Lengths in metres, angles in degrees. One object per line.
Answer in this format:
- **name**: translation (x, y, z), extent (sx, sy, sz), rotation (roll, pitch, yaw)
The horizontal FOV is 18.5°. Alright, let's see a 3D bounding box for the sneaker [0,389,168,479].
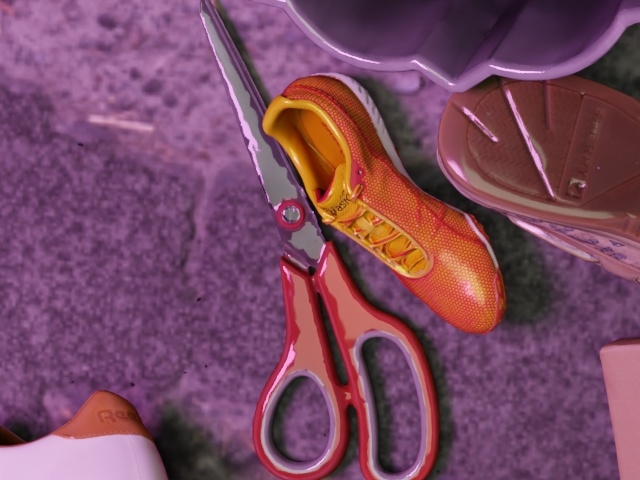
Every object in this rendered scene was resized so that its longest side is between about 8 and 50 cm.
- **sneaker**: translation (-0.207, 0.181, 1.135), extent (0.290, 0.106, 0.123), rotation (-28, 55, 18)

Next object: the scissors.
- **scissors**: translation (0.000, 0.000, 1.116), extent (0.109, 0.021, 0.297), rotation (-7, 92, 11)

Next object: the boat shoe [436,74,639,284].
- **boat shoe**: translation (0.200, -0.018, 1.057), extent (0.285, 0.089, 0.104), rotation (23, 81, 3)

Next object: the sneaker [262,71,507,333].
- **sneaker**: translation (0.032, -0.013, 1.077), extent (0.175, 0.067, 0.064), rotation (48, 133, 8)

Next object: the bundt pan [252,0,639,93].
- **bundt pan**: translation (0.075, -0.250, 0.985), extent (0.331, 0.124, 0.331), rotation (13, 122, 21)

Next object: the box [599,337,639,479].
- **box**: translation (0.235, 0.129, 1.022), extent (0.201, 0.021, 0.164), rotation (-6, 95, 52)
